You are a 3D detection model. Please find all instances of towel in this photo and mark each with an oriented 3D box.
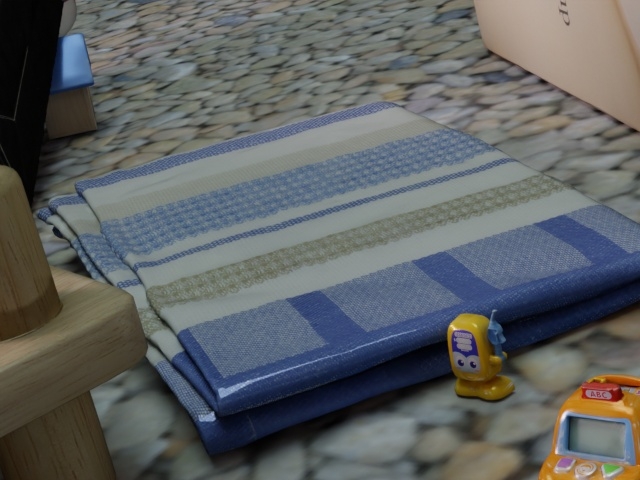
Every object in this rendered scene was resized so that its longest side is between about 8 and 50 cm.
[{"bbox_3d":[0.000,0.000,0.629,0.209,0.034,0.285,-17,23,-17],"label":"towel"}]

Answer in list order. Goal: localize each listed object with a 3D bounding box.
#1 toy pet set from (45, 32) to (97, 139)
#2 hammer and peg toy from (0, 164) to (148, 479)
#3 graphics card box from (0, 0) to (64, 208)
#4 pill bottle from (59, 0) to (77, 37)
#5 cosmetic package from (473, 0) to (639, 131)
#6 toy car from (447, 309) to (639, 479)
[{"bbox_3d":[-0.211,-0.097,0.956,0.114,0.065,0.122,-13,24,-7],"label":"toy pet set"},{"bbox_3d":[-0.271,0.076,0.462,0.361,0.127,0.266,-27,24,-32],"label":"hammer and peg toy"},{"bbox_3d":[-0.358,-0.085,0.886,0.371,0.094,0.233,-9,42,7],"label":"graphics card box"},{"bbox_3d":[-0.252,-0.202,1.038,0.121,0.221,0.121,-12,21,5],"label":"pill bottle"},{"bbox_3d":[0.175,-0.166,0.774,0.113,0.160,0.309,-17,20,-6],"label":"cosmetic package"},{"bbox_3d":[0.064,0.052,0.440,0.060,0.040,0.122,-26,24,-30],"label":"toy car"}]
